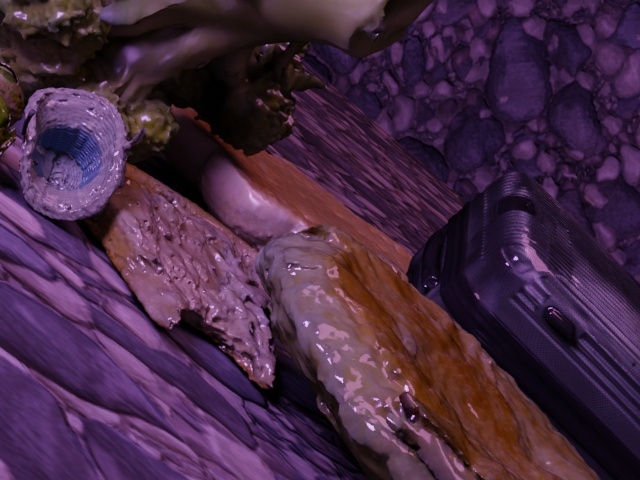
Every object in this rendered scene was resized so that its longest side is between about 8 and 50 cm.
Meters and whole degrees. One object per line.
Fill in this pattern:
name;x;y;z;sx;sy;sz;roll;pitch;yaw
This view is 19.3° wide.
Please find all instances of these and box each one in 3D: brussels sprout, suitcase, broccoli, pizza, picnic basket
brussels sprout;-0.191;-0.075;1.052;0.051;0.046;0.083;30;11;-13
suitcase;0.193;0.105;1.306;0.312;0.128;0.202;45;17;-9
broccoli;-0.088;-0.124;1.273;0.302;0.186;0.254;23;-16;4
pizza;-0.082;0.010;1.115;0.181;0.034;0.262;37;8;-16
picnic basket;-0.137;-0.052;1.053;0.065;0.083;0.083;11;-27;-15

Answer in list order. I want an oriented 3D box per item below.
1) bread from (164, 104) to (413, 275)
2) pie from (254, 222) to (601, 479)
bread;0.000;0.000;1.460;0.316;0.054;0.316;38;7;-6
pie;0.076;0.115;1.052;0.306;0.071;0.306;41;12;-11
